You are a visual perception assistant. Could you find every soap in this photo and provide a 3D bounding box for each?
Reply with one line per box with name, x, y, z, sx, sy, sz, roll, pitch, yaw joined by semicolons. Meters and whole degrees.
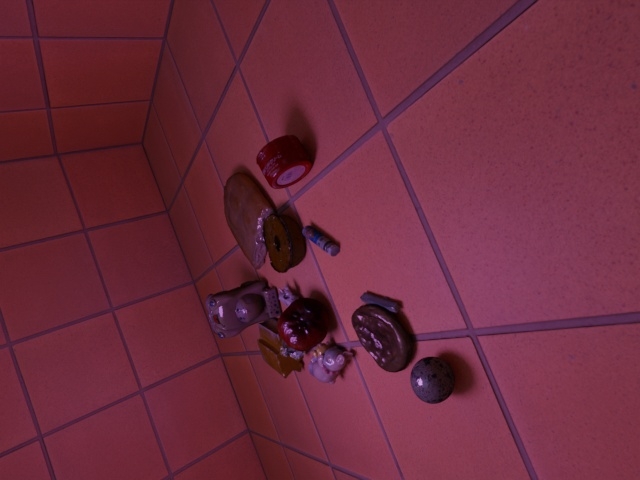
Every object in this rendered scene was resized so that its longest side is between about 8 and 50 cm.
soap;-0.229;0.569;2.167;0.281;0.143;0.258;5;108;61

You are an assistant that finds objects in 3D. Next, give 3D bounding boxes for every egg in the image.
egg;0.345;0.437;1.243;0.132;0.132;0.172;43;150;36

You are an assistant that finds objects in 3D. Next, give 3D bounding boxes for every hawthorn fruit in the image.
hawthorn fruit;-0.078;0.366;1.774;0.210;0.230;0.266;32;167;-3

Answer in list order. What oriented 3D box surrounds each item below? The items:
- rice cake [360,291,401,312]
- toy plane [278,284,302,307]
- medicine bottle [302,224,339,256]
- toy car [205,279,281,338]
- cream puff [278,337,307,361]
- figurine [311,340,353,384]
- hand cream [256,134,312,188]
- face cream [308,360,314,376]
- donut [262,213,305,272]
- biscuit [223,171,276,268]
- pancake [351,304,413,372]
rice cake;0.212;0.216;1.421;0.180;0.042;0.030;10;140;54
toy plane;-0.143;0.284;1.939;0.174;0.080;0.173;44;156;26
medicine bottle;0.000;0.000;1.608;0.191;0.051;0.051;36;134;40
toy car;-0.406;0.365;2.133;0.227;0.336;0.241;7;111;53
cream puff;-0.134;0.526;1.999;0.121;0.156;0.156;-91;10;-50
figurine;0.047;0.513;1.743;0.155;0.127;0.235;61;142;33
hand cream;-0.137;-0.297;1.531;0.125;0.193;0.193;59;146;14
face cream;-0.003;0.605;1.884;0.095;0.091;0.091;30;130;36
donut;-0.162;0.004;1.810;0.272;0.107;0.271;23;119;49
biscuit;-0.389;-0.133;2.069;0.446;0.104;0.429;55;145;22
pancake;0.219;0.355;1.455;0.295;0.050;0.294;36;139;38
